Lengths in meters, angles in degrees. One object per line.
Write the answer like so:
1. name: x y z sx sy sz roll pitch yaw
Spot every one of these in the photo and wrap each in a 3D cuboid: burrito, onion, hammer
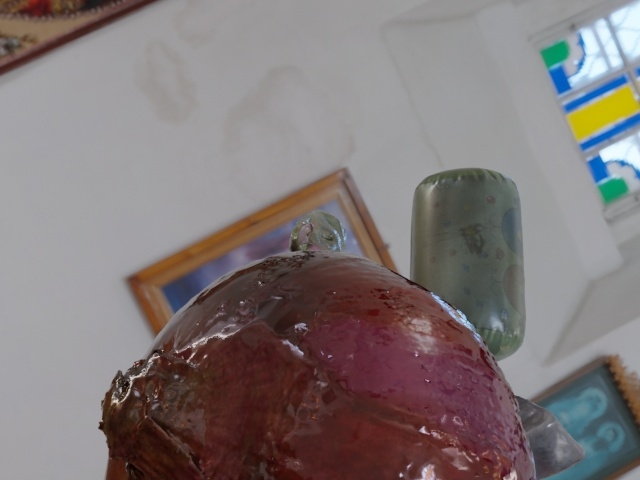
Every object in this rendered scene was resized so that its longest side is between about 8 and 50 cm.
1. burrito: -0.003 -0.001 1.507 0.096 0.066 0.309 53 9 -3
2. onion: -0.008 0.137 0.539 0.276 0.276 0.276 63 -7 14
3. hammer: 0.158 0.062 1.036 0.335 0.118 0.207 80 13 -71

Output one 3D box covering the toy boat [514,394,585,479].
1. toy boat: 0.131 0.257 0.951 0.111 0.276 0.294 -65 155 -43
